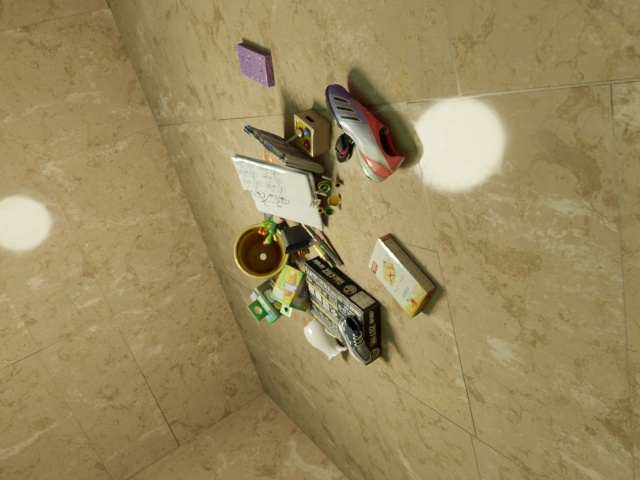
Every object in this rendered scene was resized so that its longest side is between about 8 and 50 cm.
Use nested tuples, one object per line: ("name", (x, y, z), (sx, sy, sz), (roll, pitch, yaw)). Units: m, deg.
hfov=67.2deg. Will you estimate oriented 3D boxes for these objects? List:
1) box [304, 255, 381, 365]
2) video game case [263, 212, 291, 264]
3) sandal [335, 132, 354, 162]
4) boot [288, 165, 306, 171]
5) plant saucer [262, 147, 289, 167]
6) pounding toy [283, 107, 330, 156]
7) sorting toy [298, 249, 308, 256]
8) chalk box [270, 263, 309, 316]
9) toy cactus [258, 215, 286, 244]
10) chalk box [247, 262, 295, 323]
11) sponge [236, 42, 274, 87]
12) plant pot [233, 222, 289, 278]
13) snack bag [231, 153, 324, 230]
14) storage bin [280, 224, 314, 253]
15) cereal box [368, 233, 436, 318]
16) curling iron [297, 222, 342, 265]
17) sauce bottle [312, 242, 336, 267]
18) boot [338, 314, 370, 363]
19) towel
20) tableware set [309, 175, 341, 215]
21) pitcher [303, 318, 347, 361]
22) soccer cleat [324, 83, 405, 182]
("box", (0.089, 0.287, 2.008), (0.395, 0.097, 0.318), (36, 142, 43))
("video game case", (-0.213, -0.020, 2.373), (0.196, 0.026, 0.274), (42, 147, 37))
("sandal", (0.074, -0.304, 1.512), (0.067, 0.040, 0.179), (56, 155, 13))
("boot", (-0.120, -0.214, 1.897), (0.305, 0.112, 0.115), (139, 145, -58))
("plant saucer", (-0.172, -0.314, 1.985), (0.200, 0.037, 0.200), (45, 150, 35))
("pounding toy", (-0.049, -0.358, 1.625), (0.141, 0.100, 0.130), (45, 150, 34))
("sorting toy", (-0.085, 0.032, 2.137), (0.042, 0.061, 0.102), (1, 157, 32))
("chalk box", (-0.125, 0.235, 2.171), (0.132, 0.213, 0.132), (21, 176, 38))
("toy cactus", (-0.186, -0.086, 2.089), (0.112, 0.219, 0.180), (29, 165, -17))
("chalk box", (-0.220, 0.276, 2.340), (0.180, 0.289, 0.179), (51, 154, 6))
("sponge", (-0.243, -0.653, 1.793), (0.210, 0.031, 0.117), (40, 147, 41))
("plant pot", (-0.276, 0.063, 2.289), (0.254, 0.254, 0.239), (61, 171, 5))
("snack bag", (-0.155, -0.174, 1.822), (0.323, 0.037, 0.342), (17, 151, 19))
("storage bin", (-0.105, -0.009, 2.062), (0.098, 0.135, 0.091), (109, 141, -58))
("cereal box", (0.257, 0.116, 1.567), (0.240, 0.047, 0.173), (50, 152, 25))
("curling iron", (0.000, 0.000, 1.961), (0.274, 0.035, 0.068), (46, -167, 20))
("sauce bottle", (0.017, 0.059, 1.982), (0.128, 0.042, 0.042), (53, 154, 26))
("boot", (0.134, 0.374, 1.824), (0.190, 0.069, 0.086), (55, 156, 14))
("towel", (-0.131, -0.331, 1.732), (0.285, 0.209, 0.034), (43, 114, 38))
("tableware set", (0.028, -0.152, 1.705), (0.024, 0.104, 0.154), (-88, 20, -48))
("pitcher", (0.030, 0.460, 2.289), (0.207, 0.125, 0.178), (49, 133, 5))
("soccer cleat", (0.125, -0.322, 1.351), (0.116, 0.109, 0.318), (-36, 78, 43))
